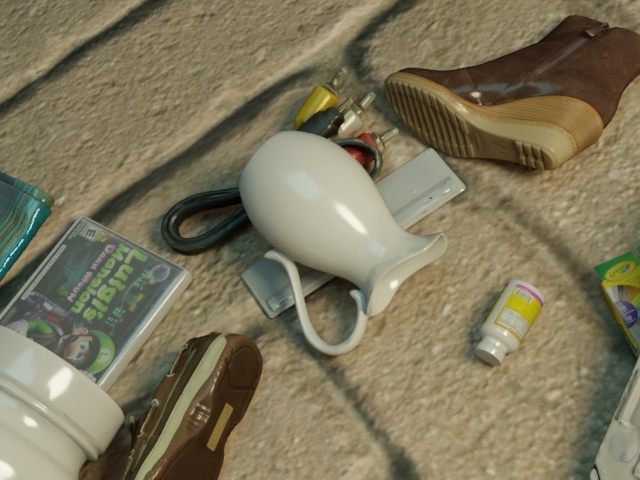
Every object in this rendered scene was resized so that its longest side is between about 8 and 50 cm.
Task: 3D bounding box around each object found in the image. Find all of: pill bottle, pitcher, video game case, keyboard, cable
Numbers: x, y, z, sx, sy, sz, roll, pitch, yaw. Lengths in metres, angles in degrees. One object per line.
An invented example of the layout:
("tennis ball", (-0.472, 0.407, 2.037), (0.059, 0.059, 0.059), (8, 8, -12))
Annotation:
("pill bottle", (0.186, 0.082, 1.369), (0.043, 0.043, 0.083), (23, 68, 29))
("pitcher", (0.000, 0.000, 1.430), (0.207, 0.125, 0.178), (40, 93, 17))
("video game case", (-0.262, 0.077, 1.533), (0.173, 0.022, 0.190), (26, 69, 30))
("keyboard", (0.035, -0.010, 1.501), (0.256, 0.014, 0.072), (-33, 49, -5))
("cable", (-0.038, -0.061, 1.547), (0.287, 0.072, 0.139), (-41, 72, 4))
("pill bottle", (-0.370, 0.290, 1.304), (0.229, 0.229, 0.408), (22, 68, 29))

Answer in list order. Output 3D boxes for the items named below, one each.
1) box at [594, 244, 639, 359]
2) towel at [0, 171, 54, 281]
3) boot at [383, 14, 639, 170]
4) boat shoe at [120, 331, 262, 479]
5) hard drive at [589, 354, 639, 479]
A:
("box", (0.344, 0.078, 1.322), (0.105, 0.043, 0.179), (-24, 56, 2))
("towel", (-0.512, 0.046, 1.626), (0.271, 0.040, 0.370), (24, 69, 30))
("boot", (0.218, -0.178, 1.521), (0.248, 0.090, 0.207), (24, 56, 31))
("boat shoe", (-0.151, 0.206, 1.382), (0.095, 0.095, 0.257), (6, 53, 37))
("hard drive", (0.398, 0.104, 1.175), (0.237, 0.064, 0.339), (27, 97, 37))
